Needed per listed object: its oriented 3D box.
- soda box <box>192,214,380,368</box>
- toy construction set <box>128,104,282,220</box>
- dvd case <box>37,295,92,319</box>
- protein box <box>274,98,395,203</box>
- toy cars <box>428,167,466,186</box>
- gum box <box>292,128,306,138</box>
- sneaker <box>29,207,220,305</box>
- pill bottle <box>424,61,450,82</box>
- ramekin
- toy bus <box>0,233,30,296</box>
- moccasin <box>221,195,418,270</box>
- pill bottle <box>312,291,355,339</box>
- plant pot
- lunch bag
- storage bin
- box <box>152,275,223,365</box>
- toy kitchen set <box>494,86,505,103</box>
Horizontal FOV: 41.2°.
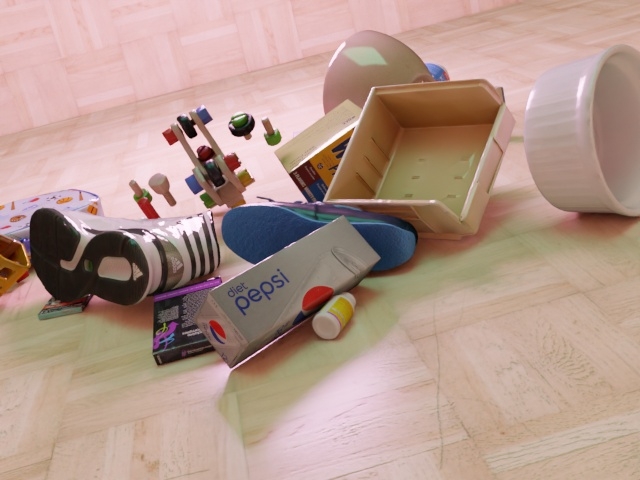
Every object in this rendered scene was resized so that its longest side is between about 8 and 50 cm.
[{"bbox_3d":[-0.046,0.072,1.283,0.286,0.098,0.091,-30,-16,-38],"label":"soda box"},{"bbox_3d":[-0.241,-0.110,1.833,0.257,0.237,0.309,24,63,38],"label":"toy construction set"},{"bbox_3d":[-0.475,0.112,1.615,0.087,0.013,0.119,-11,22,6],"label":"dvd case"},{"bbox_3d":[0.034,-0.166,1.755,0.200,0.136,0.201,-36,21,1],"label":"protein box"},{"bbox_3d":[0.234,-0.149,1.740,0.176,0.087,0.394,-35,21,-11],"label":"toy cars"},{"bbox_3d":[0.038,-0.220,2.014,0.188,0.107,0.062,-12,21,5],"label":"gum box"},{"bbox_3d":[-0.355,0.022,1.614,0.257,0.169,0.447,-10,15,-44],"label":"sneaker"},{"bbox_3d":[0.292,-0.422,2.354,0.124,0.124,0.221,-5,23,22],"label":"pill bottle"},{"bbox_3d":[0.455,-0.174,1.411,0.135,0.277,0.277,-4,21,46],"label":"ramekin"},{"bbox_3d":[-0.674,0.077,1.692,0.191,0.202,0.104,-15,50,-23],"label":"toy bus"},{"bbox_3d":[0.000,0.000,1.477,0.342,0.137,0.117,10,17,16],"label":"moccasin"},{"bbox_3d":[0.023,0.109,1.261,0.043,0.043,0.083,-2,23,28],"label":"pill bottle"},{"bbox_3d":[0.170,-0.360,2.090,0.191,0.284,0.284,22,40,40],"label":"plant pot"},{"bbox_3d":[-0.649,-0.021,1.935,0.303,0.115,0.243,-27,27,-33],"label":"lunch bag"},{"bbox_3d":[0.182,-0.143,1.525,0.260,0.123,0.262,3,60,40],"label":"storage bin"},{"bbox_3d":[-0.206,0.124,1.346,0.116,0.029,0.162,-15,31,-1],"label":"box"},{"bbox_3d":[0.382,-0.321,2.037,0.166,0.122,0.207,-30,26,-37],"label":"toy kitchen set"}]
